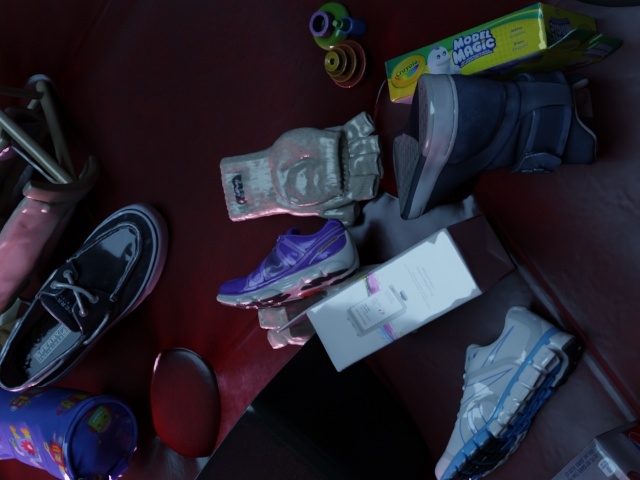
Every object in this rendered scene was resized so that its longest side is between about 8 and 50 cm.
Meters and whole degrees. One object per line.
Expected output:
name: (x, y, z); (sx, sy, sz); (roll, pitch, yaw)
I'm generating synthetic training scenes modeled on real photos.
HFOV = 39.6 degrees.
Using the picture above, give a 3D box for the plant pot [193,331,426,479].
plant pot: (-0.008, 0.226, 0.879); (0.167, 0.188, 0.187); (38, 119, 8)

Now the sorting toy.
sorting toy: (0.014, -0.209, 0.925); (0.061, 0.042, 0.102); (-41, 66, 35)

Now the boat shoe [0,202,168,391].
boat shoe: (-0.313, 0.077, 1.145); (0.108, 0.102, 0.301); (45, 103, 6)

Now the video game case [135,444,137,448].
video game case: (-0.308, 0.291, 1.262); (0.122, 0.011, 0.087); (-51, 61, 31)

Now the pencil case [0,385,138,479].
pencil case: (-0.377, 0.266, 1.236); (0.306, 0.119, 0.133); (-1, 116, 43)

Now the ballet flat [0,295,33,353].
ballet flat: (-0.486, 0.147, 1.357); (0.342, 0.116, 0.124); (-13, 64, 41)

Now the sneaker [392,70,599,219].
sneaker: (0.152, -0.079, 0.787); (0.226, 0.163, 0.086); (109, 155, -74)

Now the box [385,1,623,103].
box: (0.156, -0.158, 0.762); (0.179, 0.105, 0.043); (-10, 87, 41)

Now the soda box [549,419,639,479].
soda box: (0.200, 0.276, 0.765); (0.092, 0.083, 0.263); (52, 124, 28)

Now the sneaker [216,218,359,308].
sneaker: (-0.035, 0.026, 0.925); (0.169, 0.068, 0.071); (-23, 71, 26)

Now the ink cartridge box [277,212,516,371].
ink cartridge box: (0.069, 0.055, 0.820); (0.198, 0.115, 0.067); (-32, 83, 28)

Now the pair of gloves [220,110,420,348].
pair of gloves: (0.000, 0.000, 0.949); (0.204, 0.042, 0.240); (-17, 88, 35)

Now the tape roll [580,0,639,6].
tape roll: (0.237, -0.300, 0.704); (0.219, 0.072, 0.219); (4, 96, 40)

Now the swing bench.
swing bench: (-0.451, -0.062, 1.255); (0.253, 0.165, 0.255); (-49, 66, 24)

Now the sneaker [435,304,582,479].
sneaker: (0.156, 0.141, 0.815); (0.083, 0.071, 0.191); (46, 112, 37)
